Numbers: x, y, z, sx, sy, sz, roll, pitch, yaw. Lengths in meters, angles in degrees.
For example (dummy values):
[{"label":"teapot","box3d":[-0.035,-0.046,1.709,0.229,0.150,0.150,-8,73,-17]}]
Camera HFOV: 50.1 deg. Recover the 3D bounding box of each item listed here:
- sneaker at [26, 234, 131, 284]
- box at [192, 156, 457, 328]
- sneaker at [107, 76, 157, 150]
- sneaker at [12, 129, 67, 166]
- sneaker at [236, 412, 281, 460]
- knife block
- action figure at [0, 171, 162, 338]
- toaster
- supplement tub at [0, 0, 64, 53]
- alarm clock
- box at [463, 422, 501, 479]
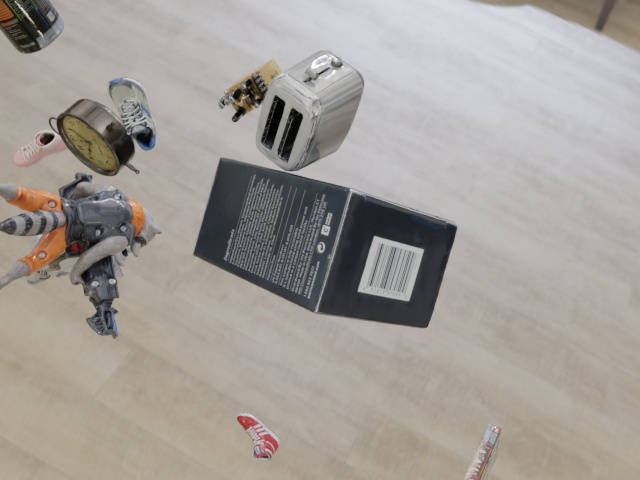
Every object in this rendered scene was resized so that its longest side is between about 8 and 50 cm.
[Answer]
[{"label":"sneaker","box3d":[-0.610,0.043,1.727,0.210,0.366,0.137,13,67,-29]},{"label":"box","box3d":[0.000,0.000,1.301,0.294,0.212,0.395,13,3,-43]},{"label":"sneaker","box3d":[-0.274,-0.186,1.021,0.052,0.135,0.058,-18,58,1]},{"label":"sneaker","box3d":[-0.632,-0.208,1.519,0.134,0.070,0.051,-21,80,1]},{"label":"sneaker","box3d":[-0.146,0.437,1.515,0.118,0.042,0.067,39,37,-7]},{"label":"knife block","box3d":[-0.221,-0.413,1.959,0.242,0.276,0.088,-41,109,-25]},{"label":"action figure","box3d":[-0.438,0.013,1.251,0.330,0.178,0.341,-12,78,-45]},{"label":"toaster","box3d":[-0.026,-0.222,1.233,0.129,0.227,0.146,40,46,16]},{"label":"supplement tub","box3d":[-0.612,-0.480,1.362,0.117,0.190,0.117,-13,48,14]},{"label":"alarm clock","box3d":[-0.386,-0.178,1.145,0.192,0.129,0.064,16,53,26]},{"label":"box","box3d":[0.291,0.415,1.245,0.027,0.094,0.137,18,49,25]}]
